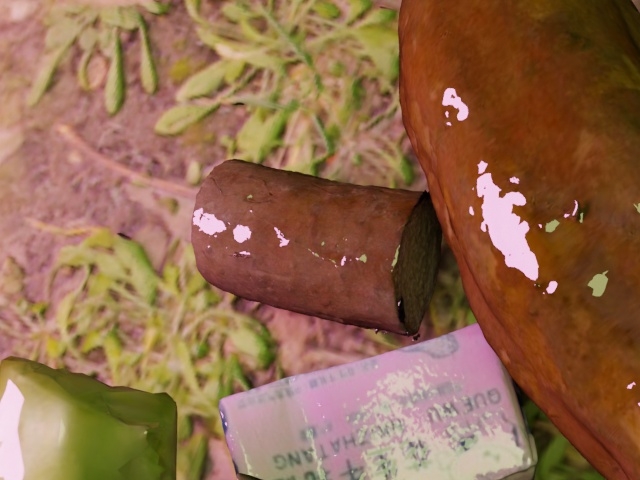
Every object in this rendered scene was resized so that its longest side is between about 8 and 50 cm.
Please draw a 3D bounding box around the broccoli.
[{"bbox_3d":[-0.180,0.279,0.693,0.353,0.275,0.397,-19,75,-8],"label":"broccoli"}]

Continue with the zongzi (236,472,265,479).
[{"bbox_3d":[0.167,0.170,0.621,0.356,0.393,0.174,-14,46,-1],"label":"zongzi"}]

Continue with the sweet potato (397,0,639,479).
[{"bbox_3d":[0.122,-0.034,0.771,0.158,0.158,0.369,-27,65,-1],"label":"sweet potato"}]

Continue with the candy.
[{"bbox_3d":[0.032,0.111,0.811,0.160,0.073,0.092,-16,65,1],"label":"candy"}]

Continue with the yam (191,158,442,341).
[{"bbox_3d":[0.000,0.003,0.840,0.127,0.084,0.084,9,74,24],"label":"yam"}]
